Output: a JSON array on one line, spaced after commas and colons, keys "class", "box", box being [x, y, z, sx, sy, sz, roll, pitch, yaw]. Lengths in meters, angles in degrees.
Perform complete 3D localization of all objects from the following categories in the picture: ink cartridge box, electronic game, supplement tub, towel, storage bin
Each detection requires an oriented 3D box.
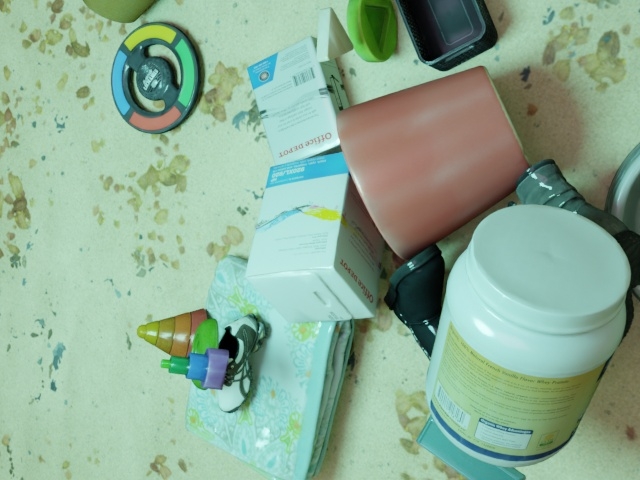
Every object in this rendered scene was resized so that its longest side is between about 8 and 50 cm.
[{"class": "ink cartridge box", "box": [-0.031, -0.248, 1.418, 0.148, 0.086, 0.203, -18, 86, 27]}, {"class": "electronic game", "box": [-0.344, -0.336, 1.595, 0.229, 0.048, 0.230, 2, 94, 27]}, {"class": "ink cartridge box", "box": [0.000, 0.000, 1.316, 0.168, 0.171, 0.233, -8, 54, 26]}, {"class": "supplement tub", "box": [0.271, 0.131, 1.036, 0.228, 0.228, 0.316, 28, 139, 23]}, {"class": "towel", "box": [-0.109, 0.249, 1.466, 0.320, 0.090, 0.375, 20, 102, 33]}, {"class": "storage bin", "box": [0.206, -0.390, 1.291, 0.122, 0.084, 0.180, -24, 83, 26]}]

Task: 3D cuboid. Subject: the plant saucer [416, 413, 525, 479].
[{"class": "plant saucer", "box": [0.259, 0.385, 1.349, 0.192, 0.018, 0.067, 32, 107, 21]}]

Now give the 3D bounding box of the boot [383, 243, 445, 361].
[{"class": "boot", "box": [0.202, 0.133, 1.260, 0.094, 0.246, 0.207, -33, 73, -16]}]

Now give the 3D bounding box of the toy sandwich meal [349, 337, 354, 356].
[{"class": "toy sandwich meal", "box": [0.026, 0.190, 1.448, 0.085, 0.029, 0.086, 2, 94, 27]}]

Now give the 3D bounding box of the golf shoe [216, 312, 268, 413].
[{"class": "golf shoe", "box": [-0.168, 0.227, 1.401, 0.077, 0.093, 0.198, 24, 106, 34]}]

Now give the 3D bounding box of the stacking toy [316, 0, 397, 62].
[{"class": "stacking toy", "box": [0.006, -0.431, 1.291, 0.130, 0.309, 0.280, 0, 104, 35]}]

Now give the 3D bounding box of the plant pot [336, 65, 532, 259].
[{"class": "plant pot", "box": [0.191, -0.140, 1.229, 0.243, 0.275, 0.275, -25, 82, 16]}]

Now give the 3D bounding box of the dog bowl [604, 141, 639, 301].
[{"class": "dog bowl", "box": [0.585, -0.022, 1.110, 0.348, 0.102, 0.349, 2, 95, 27]}]

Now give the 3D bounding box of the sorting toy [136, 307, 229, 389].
[{"class": "sorting toy", "box": [-0.257, 0.191, 1.373, 0.126, 0.365, 0.127, 10, 91, -17]}]

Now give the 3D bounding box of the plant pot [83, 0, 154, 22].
[{"class": "plant pot", "box": [-0.378, -0.570, 1.515, 0.237, 0.237, 0.254, 45, 124, 18]}]

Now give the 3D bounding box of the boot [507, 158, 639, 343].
[{"class": "boot", "box": [0.374, 0.050, 1.191, 0.223, 0.118, 0.338, 53, 151, 38]}]
